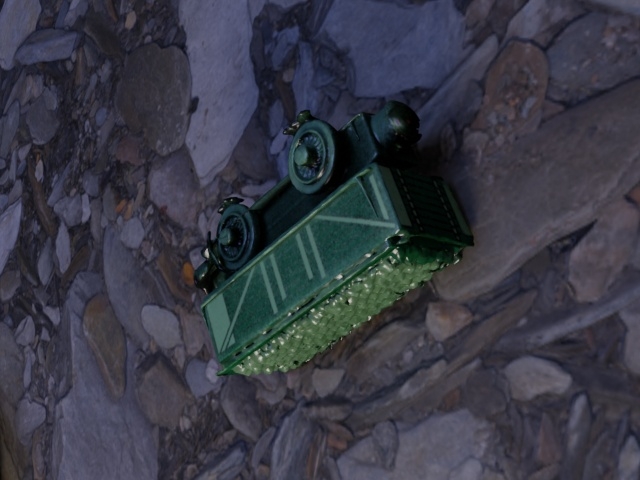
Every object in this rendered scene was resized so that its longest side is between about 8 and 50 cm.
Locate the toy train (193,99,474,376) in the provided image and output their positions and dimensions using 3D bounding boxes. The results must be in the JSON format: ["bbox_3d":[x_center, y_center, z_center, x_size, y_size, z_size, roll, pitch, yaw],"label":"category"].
[{"bbox_3d":[0.000,0.000,0.763,0.269,0.115,0.154,-38,64,33],"label":"toy train"}]
